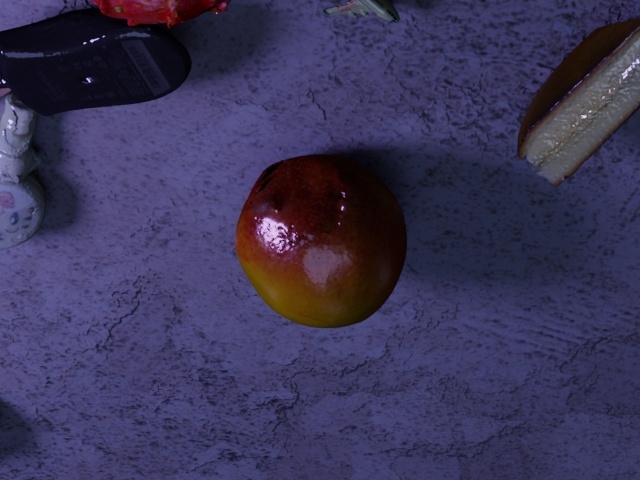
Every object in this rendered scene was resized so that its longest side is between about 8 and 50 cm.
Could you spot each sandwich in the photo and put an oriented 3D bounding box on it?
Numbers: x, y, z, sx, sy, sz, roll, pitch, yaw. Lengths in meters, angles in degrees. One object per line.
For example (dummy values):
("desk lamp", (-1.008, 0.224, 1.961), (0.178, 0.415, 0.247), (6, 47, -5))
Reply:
("sandwich", (0.344, -0.185, 1.766), (0.094, 0.096, 0.258), (32, 126, -16))

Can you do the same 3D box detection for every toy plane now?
("toy plane", (0.053, -0.299, 1.707), (0.111, 0.040, 0.102), (31, 127, -25))

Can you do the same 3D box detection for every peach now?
("peach", (0.000, 0.000, 1.864), (0.231, 0.231, 0.231), (1, 131, 1))

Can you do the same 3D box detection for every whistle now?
("whistle", (-0.421, -0.085, 1.892), (0.126, 0.067, 0.258), (6, 128, -21))

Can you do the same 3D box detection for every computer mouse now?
("computer mouse", (-0.287, -0.228, 1.747), (0.264, 0.088, 0.147), (-9, 147, 8))

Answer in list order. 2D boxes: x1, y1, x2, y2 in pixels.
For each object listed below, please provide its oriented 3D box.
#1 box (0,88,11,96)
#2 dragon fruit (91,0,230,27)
("box", (-0.449, -0.190, 1.824), (0.115, 0.025, 0.048), (-24, 125, 21))
("dragon fruit", (-0.197, -0.339, 1.581), (0.268, 0.210, 0.205), (2, 115, 7))
